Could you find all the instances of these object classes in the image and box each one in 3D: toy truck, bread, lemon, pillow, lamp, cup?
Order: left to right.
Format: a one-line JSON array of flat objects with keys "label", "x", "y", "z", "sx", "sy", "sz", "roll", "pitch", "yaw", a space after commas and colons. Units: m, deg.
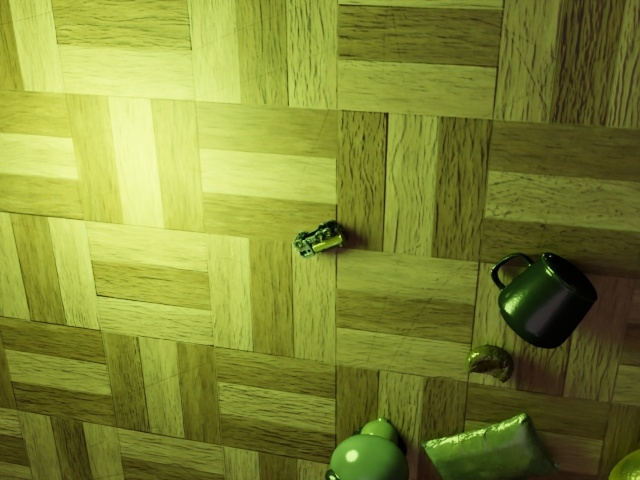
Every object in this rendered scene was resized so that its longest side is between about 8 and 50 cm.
[{"label": "toy truck", "x": 0.000, "y": 0.000, "z": 1.767, "sx": 0.123, "sy": 0.052, "sz": 0.063, "roll": -21, "pitch": 113, "yaw": 22}, {"label": "lamp", "x": 0.127, "y": 0.554, "z": 1.885, "sx": 0.198, "sy": 0.244, "sz": 0.197, "roll": 5, "pitch": 111, "yaw": 14}, {"label": "pillow", "x": 0.424, "y": 0.538, "z": 1.889, "sx": 0.302, "sy": 0.075, "sz": 0.185, "roll": -24, "pitch": 104, "yaw": 27}, {"label": "bread", "x": 0.402, "y": 0.283, "z": 1.782, "sx": 0.113, "sy": 0.060, "sz": 0.082, "roll": 19, "pitch": 119, "yaw": 4}, {"label": "cup", "x": 0.473, "y": 0.110, "z": 1.636, "sx": 0.223, "sy": 0.169, "sz": 0.176, "roll": 50, "pitch": 118, "yaw": 25}, {"label": "lemon", "x": 0.774, "y": 0.570, "z": 1.740, "sx": 0.188, "sy": 0.188, "sz": 0.256, "roll": 40, "pitch": 124, "yaw": -5}]
